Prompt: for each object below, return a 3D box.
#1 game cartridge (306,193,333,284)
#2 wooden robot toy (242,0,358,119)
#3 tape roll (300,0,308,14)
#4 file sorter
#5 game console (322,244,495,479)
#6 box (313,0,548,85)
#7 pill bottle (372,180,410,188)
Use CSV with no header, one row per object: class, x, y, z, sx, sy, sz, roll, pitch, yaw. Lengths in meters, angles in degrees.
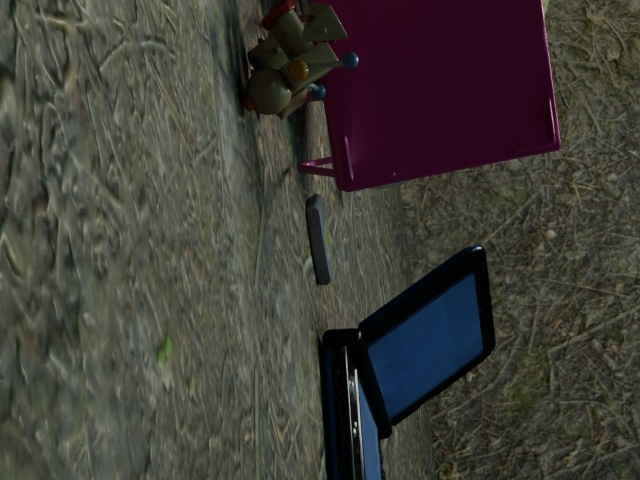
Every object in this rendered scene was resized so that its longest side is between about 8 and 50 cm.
game cartridge,0.000,0.000,1.420,0.056,0.017,0.083,-69,151,-69
wooden robot toy,-0.036,-0.131,1.090,0.076,0.079,0.173,51,-18,-2
tape roll,0.018,-0.389,1.642,0.286,0.100,0.286,-7,90,-84
file sorter,0.062,-0.208,1.241,0.182,0.202,0.291,-164,-116,-70
game console,0.107,0.181,1.462,0.293,0.173,0.250,69,15,-62
box,0.111,-0.237,1.445,0.213,0.117,0.243,36,-50,35
pill bottle,0.071,-0.179,1.781,0.117,0.117,0.215,63,20,-71
